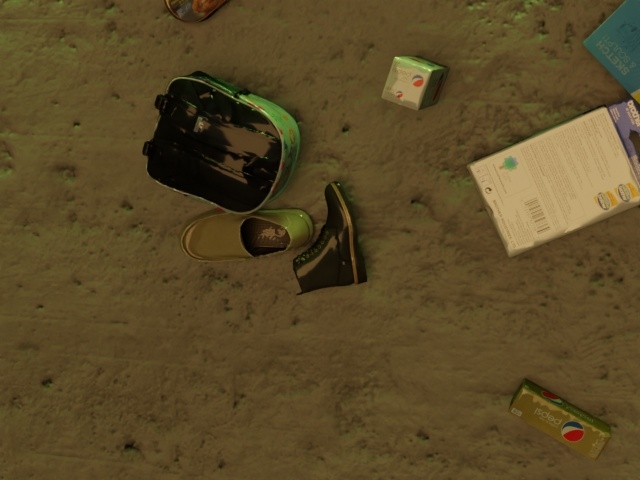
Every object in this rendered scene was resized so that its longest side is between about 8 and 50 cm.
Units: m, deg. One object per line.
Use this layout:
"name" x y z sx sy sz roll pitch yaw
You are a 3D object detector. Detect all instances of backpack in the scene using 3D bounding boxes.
"backpack" -0.166 -0.171 1.997 0.253 0.191 0.225 25 108 16

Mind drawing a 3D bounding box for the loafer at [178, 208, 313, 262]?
"loafer" -0.151 -0.013 2.074 0.268 0.092 0.102 -8 97 15

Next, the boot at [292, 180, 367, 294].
"boot" 0.000 0.000 2.026 0.137 0.077 0.198 -15 96 -5

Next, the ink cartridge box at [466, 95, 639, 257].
"ink cartridge box" 0.437 -0.113 1.923 0.311 0.065 0.186 -23 94 19

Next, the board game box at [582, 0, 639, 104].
"board game box" 0.626 -0.295 1.785 0.316 0.064 0.242 48 124 6

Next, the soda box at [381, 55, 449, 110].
"soda box" 0.166 -0.273 1.880 0.069 0.216 0.074 21 104 11

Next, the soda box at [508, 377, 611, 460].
"soda box" 0.440 0.328 2.006 0.181 0.061 0.058 30 106 7

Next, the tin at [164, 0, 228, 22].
"tin" -0.207 -0.484 2.029 0.189 0.040 0.106 -35 95 17
